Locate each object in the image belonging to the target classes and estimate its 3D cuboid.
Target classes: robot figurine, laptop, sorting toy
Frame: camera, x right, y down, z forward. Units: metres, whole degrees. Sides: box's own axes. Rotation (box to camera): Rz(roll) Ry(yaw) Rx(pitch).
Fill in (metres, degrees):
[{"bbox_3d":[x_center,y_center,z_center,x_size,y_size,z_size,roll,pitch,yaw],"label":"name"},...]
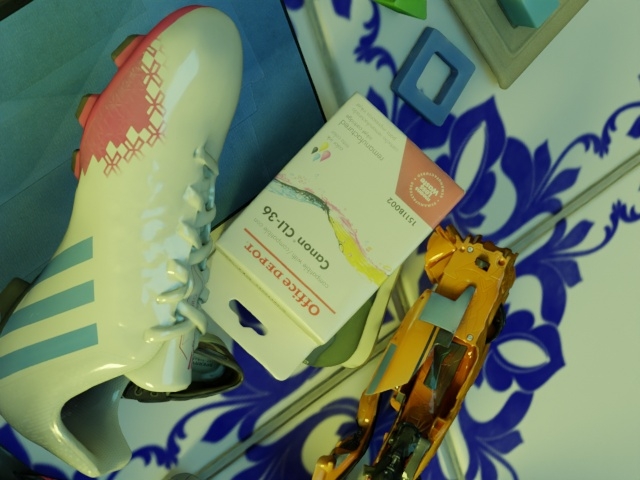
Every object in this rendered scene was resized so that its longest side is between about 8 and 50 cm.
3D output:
[{"bbox_3d":[0.073,0.131,1.424,0.291,0.085,0.211,-64,172,4],"label":"robot figurine"},{"bbox_3d":[-0.129,-0.110,1.127,0.382,0.408,0.236,-38,92,-23],"label":"laptop"},{"bbox_3d":[0.178,-0.248,1.436,0.348,0.047,0.196,-47,128,-16],"label":"sorting toy"}]

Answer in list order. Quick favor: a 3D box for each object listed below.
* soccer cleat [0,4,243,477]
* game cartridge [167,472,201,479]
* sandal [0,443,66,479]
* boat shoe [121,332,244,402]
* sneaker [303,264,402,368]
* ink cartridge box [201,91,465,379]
[{"bbox_3d":[-0.109,0.010,1.139,0.116,0.143,0.331,-13,139,-54],"label":"soccer cleat"},{"bbox_3d":[-0.142,0.352,1.389,0.297,0.062,0.198,-50,133,-14],"label":"game cartridge"},{"bbox_3d":[-0.212,0.198,1.287,0.179,0.040,0.067,40,79,-40],"label":"sandal"},{"bbox_3d":[-0.124,0.094,1.314,0.152,0.049,0.056,-3,108,-37],"label":"boat shoe"},{"bbox_3d":[0.016,0.012,1.386,0.086,0.064,0.192,2,106,-42],"label":"sneaker"},{"bbox_3d":[0.000,0.000,1.323,0.115,0.067,0.198,42,85,1],"label":"ink cartridge box"}]
